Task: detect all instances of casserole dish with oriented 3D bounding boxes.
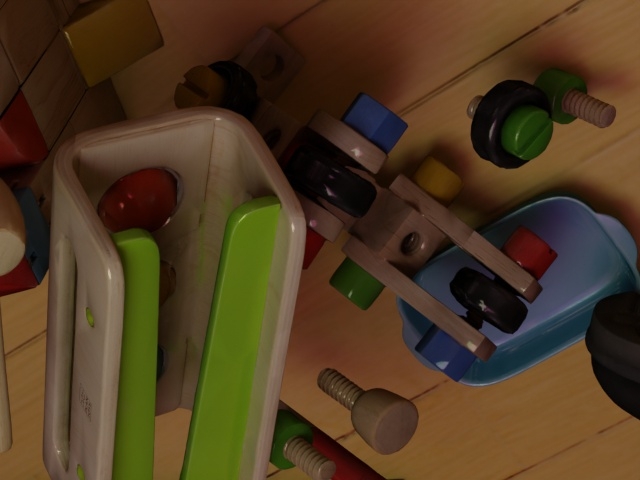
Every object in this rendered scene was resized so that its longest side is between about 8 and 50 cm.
[{"bbox_3d":[0.143,0.031,1.411,0.188,0.037,0.114,-32,110,23],"label":"casserole dish"}]

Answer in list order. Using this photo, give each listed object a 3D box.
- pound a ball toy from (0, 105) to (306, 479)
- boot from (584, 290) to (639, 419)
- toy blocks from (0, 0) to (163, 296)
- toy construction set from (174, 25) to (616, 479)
[{"bbox_3d":[-0.137,0.044,1.177,0.208,0.136,0.319,-15,139,-22],"label":"pound a ball toy"},{"bbox_3d":[0.322,0.280,1.410,0.367,0.146,0.445,12,112,-3],"label":"boot"},{"bbox_3d":[-0.249,-0.134,1.253,0.190,0.261,0.381,-14,116,17],"label":"toy blocks"},{"bbox_3d":[0.000,0.000,1.339,0.257,0.237,0.309,1,111,-42],"label":"toy construction set"}]
